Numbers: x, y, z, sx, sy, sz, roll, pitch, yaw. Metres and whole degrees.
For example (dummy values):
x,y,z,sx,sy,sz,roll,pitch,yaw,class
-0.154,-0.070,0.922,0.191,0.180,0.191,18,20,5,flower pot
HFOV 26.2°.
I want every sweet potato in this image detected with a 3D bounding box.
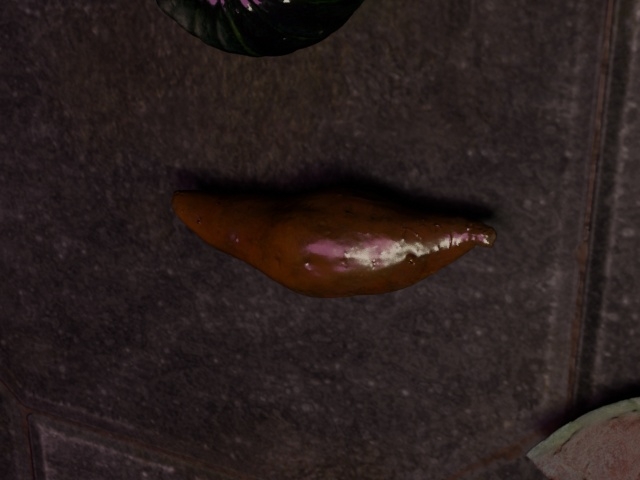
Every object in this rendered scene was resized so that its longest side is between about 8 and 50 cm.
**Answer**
x,y,z,sx,sy,sz,roll,pitch,yaw,class
0.005,0.002,1.380,0.359,0.112,0.112,0,116,26,sweet potato

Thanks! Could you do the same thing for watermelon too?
x,y,z,sx,sy,sz,roll,pitch,yaw,class
0.359,0.273,1.296,0.260,0.176,0.256,39,145,-16,watermelon

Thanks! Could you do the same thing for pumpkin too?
x,y,z,sx,sy,sz,roll,pitch,yaw,class
-0.064,-0.275,1.202,0.250,0.216,0.249,20,141,17,pumpkin
